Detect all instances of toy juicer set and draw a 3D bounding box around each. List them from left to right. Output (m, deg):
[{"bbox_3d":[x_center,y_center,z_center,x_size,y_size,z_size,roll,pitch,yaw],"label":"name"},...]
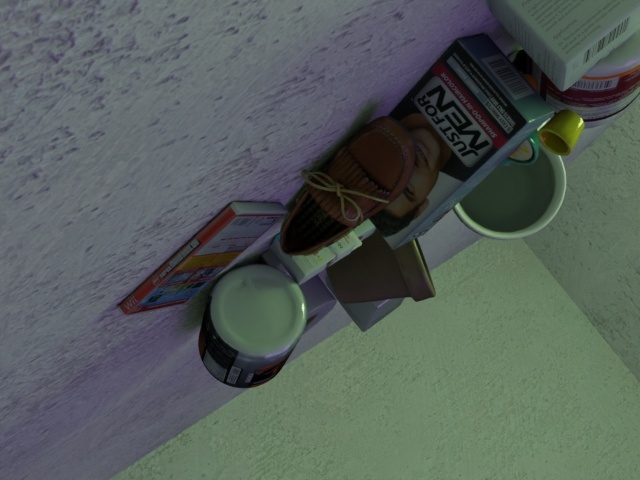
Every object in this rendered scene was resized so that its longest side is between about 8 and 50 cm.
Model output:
[{"bbox_3d":[0.332,-0.221,1.636,0.089,0.209,0.329,-50,-170,-14],"label":"toy juicer set"}]

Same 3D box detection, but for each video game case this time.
[{"bbox_3d":[-0.202,0.031,1.518,0.285,0.025,0.204,-41,168,17],"label":"video game case"}]

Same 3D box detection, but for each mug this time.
[{"bbox_3d":[0.480,-0.183,2.184,0.374,0.276,0.328,-65,173,4],"label":"mug"}]

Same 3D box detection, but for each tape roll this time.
[{"bbox_3d":[-0.097,0.210,2.344,0.286,0.100,0.286,-35,169,-8],"label":"tape roll"}]

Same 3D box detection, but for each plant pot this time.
[{"bbox_3d":[0.137,0.052,2.133,0.229,0.263,0.263,-21,170,8],"label":"plant pot"}]

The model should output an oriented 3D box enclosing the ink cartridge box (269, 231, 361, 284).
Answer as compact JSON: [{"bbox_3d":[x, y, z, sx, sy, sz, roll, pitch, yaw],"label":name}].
[{"bbox_3d":[0.000,0.000,1.794,0.181,0.104,0.061,-32,168,-27],"label":"ink cartridge box"}]

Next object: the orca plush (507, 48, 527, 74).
[{"bbox_3d":[0.342,-0.260,1.788,0.287,0.102,0.151,-41,168,19],"label":"orca plush"}]

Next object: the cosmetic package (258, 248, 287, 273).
[{"bbox_3d":[-0.100,0.051,1.857,0.060,0.041,0.115,-32,167,-21],"label":"cosmetic package"}]

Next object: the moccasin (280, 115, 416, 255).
[{"bbox_3d":[0.036,-0.085,1.536,0.147,0.139,0.380,-39,-178,-41],"label":"moccasin"}]

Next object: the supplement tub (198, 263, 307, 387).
[{"bbox_3d":[-0.155,0.198,1.859,0.207,0.207,0.338,-33,168,-21],"label":"supplement tub"}]

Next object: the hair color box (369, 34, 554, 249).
[{"bbox_3d":[0.212,-0.169,1.555,0.114,0.185,0.374,-25,163,-48],"label":"hair color box"}]

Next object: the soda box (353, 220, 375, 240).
[{"bbox_3d":[0.028,-0.007,1.924,0.216,0.074,0.069,-31,167,-28],"label":"soda box"}]

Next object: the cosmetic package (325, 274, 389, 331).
[{"bbox_3d":[0.135,0.112,2.413,0.155,0.197,0.365,-35,170,-13],"label":"cosmetic package"}]

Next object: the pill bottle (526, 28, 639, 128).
[{"bbox_3d":[0.484,-0.342,1.545,0.224,0.224,0.392,-38,166,4],"label":"pill bottle"}]

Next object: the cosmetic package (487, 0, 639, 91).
[{"bbox_3d":[0.362,-0.351,1.287,0.151,0.183,0.151,-39,167,8],"label":"cosmetic package"}]
